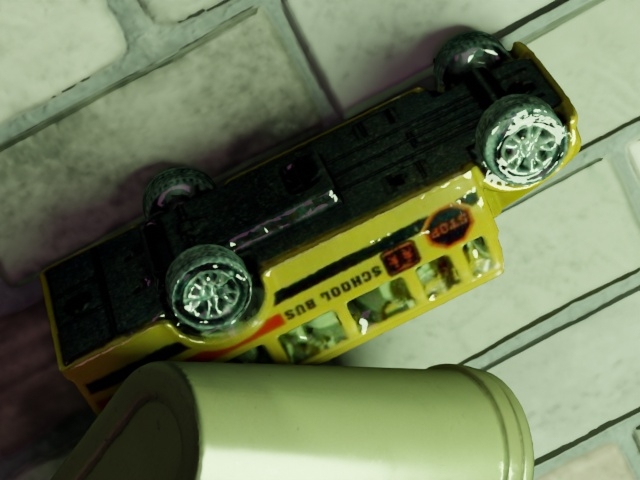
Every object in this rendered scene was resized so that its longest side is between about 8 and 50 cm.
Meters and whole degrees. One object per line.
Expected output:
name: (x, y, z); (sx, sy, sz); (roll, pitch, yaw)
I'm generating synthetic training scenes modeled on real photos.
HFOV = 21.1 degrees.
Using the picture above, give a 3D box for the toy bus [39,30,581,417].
toy bus: (0.000, 0.000, 1.048); (0.335, 0.121, 0.123); (-26, 124, 0)

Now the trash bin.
trash bin: (-0.029, 0.166, 1.042); (0.247, 0.121, 0.243); (8, 135, -38)
